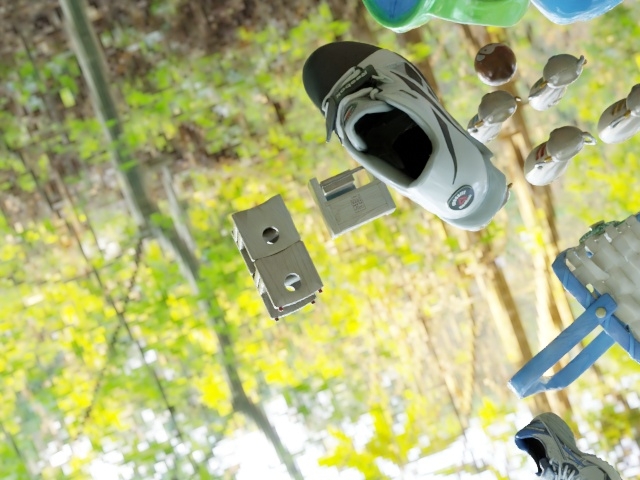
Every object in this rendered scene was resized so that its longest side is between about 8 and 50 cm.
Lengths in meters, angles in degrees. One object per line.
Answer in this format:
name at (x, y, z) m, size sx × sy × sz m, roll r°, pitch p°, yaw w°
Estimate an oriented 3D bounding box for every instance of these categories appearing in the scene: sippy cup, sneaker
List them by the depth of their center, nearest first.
sneaker at (0.242, 0.230, 1.298) m, size 0.058 × 0.052 × 0.135 m, roll -14°, pitch -138°, yaw -37°
sneaker at (0.065, -0.147, 1.491) m, size 0.146 × 0.122 × 0.330 m, roll 20°, pitch -162°, yaw -49°
sippy cup at (0.197, -0.439, 1.960) m, size 0.224 × 0.306 × 0.240 m, roll -11°, pitch 174°, yaw -28°

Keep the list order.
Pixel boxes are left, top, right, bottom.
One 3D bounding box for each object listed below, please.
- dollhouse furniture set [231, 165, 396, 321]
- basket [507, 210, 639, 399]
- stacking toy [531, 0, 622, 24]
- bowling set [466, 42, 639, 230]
dollhouse furniture set at (0.000, 0.000, 1.616) m, size 0.183 × 0.129 × 0.129 m, roll -24°, pitch 173°, yaw -8°
basket at (0.375, 0.092, 1.663) m, size 0.289 × 0.201 × 0.255 m, roll -49°, pitch 162°, yaw 14°
stacking toy at (0.286, -0.431, 1.649) m, size 0.175 × 0.165 × 0.302 m, roll -37°, pitch -131°, yaw 18°
bowling set at (0.245, -0.157, 1.581) m, size 0.287 × 0.200 × 0.154 m, roll -35°, pitch 173°, yaw -10°
